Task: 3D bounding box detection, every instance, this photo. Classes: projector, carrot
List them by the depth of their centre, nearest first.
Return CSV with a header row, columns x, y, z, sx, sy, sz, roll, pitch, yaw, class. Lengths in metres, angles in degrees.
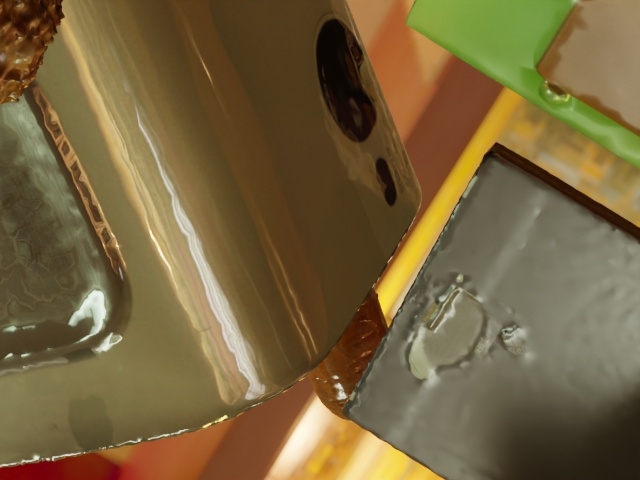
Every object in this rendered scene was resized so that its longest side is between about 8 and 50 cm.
x,y,z,sx,sy,sz,roll,pitch,yaw,class
-0.122,-0.064,0.916,0.249,0.248,0.248,67,-152,-19,projector
0.000,0.000,1.157,0.059,0.248,0.059,-12,-159,5,carrot

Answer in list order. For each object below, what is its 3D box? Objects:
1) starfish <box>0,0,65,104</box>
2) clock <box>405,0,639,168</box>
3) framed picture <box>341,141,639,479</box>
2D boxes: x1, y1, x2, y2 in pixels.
x,y,z,sx,sy,sz,roll,pitch,yaw,class
-0.073,-0.034,0.347,0.041,0.130,0.133,29,154,-13,starfish
0.194,-0.132,0.726,0.220,0.106,0.255,33,-124,3,clock
0.184,0.110,1.015,0.324,0.244,0.013,32,-132,6,framed picture
